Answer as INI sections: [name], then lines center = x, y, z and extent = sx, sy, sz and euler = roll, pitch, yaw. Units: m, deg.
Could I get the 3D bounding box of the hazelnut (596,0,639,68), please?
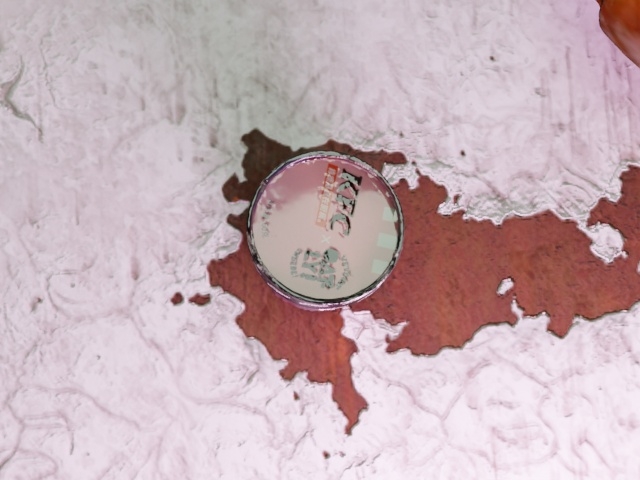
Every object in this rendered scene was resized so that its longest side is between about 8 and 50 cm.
[hazelnut]
center = 0.451, -0.282, 1.317
extent = 0.409, 0.359, 0.359
euler = 16, 80, 9

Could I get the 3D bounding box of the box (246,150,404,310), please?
[box]
center = 0.000, 0.000, 1.351
extent = 0.151, 0.135, 0.151
euler = 1, 78, -5
